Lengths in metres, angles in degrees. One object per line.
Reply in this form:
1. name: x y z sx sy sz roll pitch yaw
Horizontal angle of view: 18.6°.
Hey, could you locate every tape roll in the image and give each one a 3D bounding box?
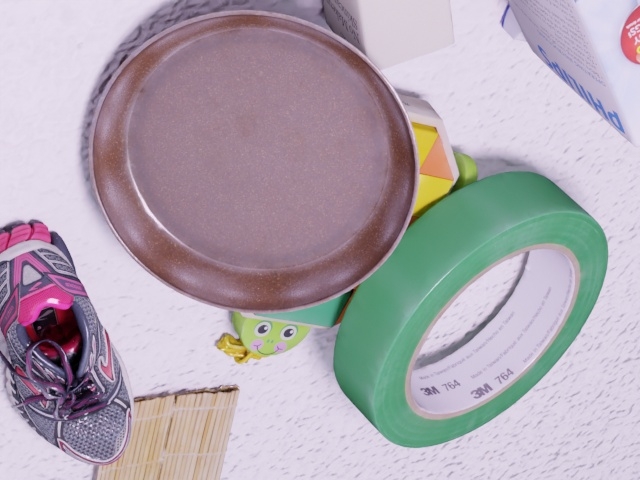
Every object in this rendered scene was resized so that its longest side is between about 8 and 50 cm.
1. tape roll: 0.162 0.076 2.078 0.321 0.077 0.321 -27 143 -23

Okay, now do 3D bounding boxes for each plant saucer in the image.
1. plant saucer: -0.061 -0.078 1.838 0.311 0.050 0.310 3 118 5

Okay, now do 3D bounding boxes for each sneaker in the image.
1. sneaker: -0.258 0.125 1.922 0.121 0.112 0.299 -26 133 -8

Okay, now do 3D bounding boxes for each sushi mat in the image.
1. sushi mat: -0.184 0.291 2.152 0.151 0.019 0.316 -3 125 -25

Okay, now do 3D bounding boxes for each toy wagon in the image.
1. toy wagon: 0.000 0.000 1.993 0.267 0.068 0.344 11 119 -34

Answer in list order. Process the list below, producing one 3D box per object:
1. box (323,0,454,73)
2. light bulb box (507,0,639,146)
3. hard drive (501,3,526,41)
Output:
1. box: 0.047 -0.297 1.761 0.094 0.113 0.275 -21 130 -12
2. light bulb box: 0.321 -0.344 1.742 0.358 0.225 0.361 -33 128 -2
3. hard drive: 0.360 -0.276 1.990 0.319 0.040 0.210 7 120 -32
